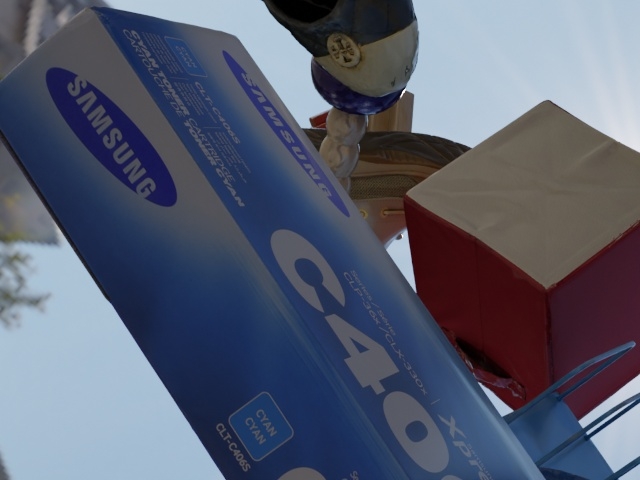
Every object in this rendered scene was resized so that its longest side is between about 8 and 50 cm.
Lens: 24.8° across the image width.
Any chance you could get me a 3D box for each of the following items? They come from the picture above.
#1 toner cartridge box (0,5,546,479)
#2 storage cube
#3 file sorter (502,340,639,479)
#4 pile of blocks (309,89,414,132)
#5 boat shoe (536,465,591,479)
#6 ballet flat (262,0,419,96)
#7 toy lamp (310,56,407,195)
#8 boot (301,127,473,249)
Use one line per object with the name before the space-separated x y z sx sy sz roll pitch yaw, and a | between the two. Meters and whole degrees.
toner cartridge box | -0.003 0.054 0.684 0.075 0.348 0.165 -38 170 17
storage cube | 0.210 0.021 1.319 0.215 0.193 0.183 -34 -133 -22
file sorter | 0.234 0.176 1.116 0.104 0.170 0.118 -43 163 30
pile of blocks | -0.003 -0.014 1.578 0.149 0.112 0.362 -21 -130 65
boat shoe | 0.069 0.192 0.877 0.258 0.089 0.109 -6 -129 22
ballet flat | -0.025 -0.113 0.467 0.057 0.173 0.049 -16 -150 39
toy lamp | 0.000 0.000 1.075 0.080 0.080 0.275 -104 -155 -60
boot | 0.055 0.000 1.427 0.095 0.262 0.203 -132 -131 -55
